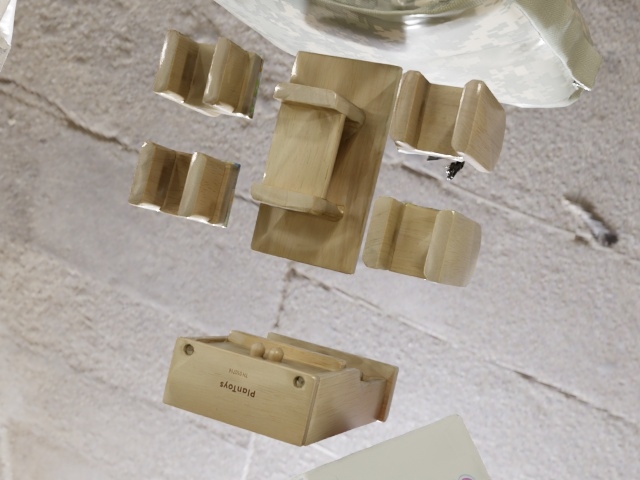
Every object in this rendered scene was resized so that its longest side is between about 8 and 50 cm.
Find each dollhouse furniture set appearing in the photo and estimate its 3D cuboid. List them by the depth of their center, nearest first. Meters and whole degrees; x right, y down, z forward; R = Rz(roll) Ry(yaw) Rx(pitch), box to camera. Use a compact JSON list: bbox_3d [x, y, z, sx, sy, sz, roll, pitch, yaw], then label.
[{"bbox_3d":[0.000,0.000,0.623,0.212,0.161,0.242,13,90,21],"label":"dollhouse furniture set"}]

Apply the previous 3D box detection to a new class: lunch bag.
[{"bbox_3d":[0.056,-0.200,0.652,0.287,0.169,0.235,27,-176,28],"label":"lunch bag"}]

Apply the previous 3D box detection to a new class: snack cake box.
[{"bbox_3d":[-0.012,0.230,0.653,0.264,0.152,0.089,-44,64,41],"label":"snack cake box"}]

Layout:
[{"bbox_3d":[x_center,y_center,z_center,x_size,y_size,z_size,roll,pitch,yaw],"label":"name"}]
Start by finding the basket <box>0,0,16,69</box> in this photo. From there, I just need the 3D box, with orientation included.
[{"bbox_3d":[-0.541,-0.325,1.414,0.103,0.113,0.167,19,149,-14],"label":"basket"}]

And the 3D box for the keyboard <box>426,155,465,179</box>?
[{"bbox_3d":[0.184,-0.131,1.164,0.023,0.180,0.108,18,109,28],"label":"keyboard"}]
